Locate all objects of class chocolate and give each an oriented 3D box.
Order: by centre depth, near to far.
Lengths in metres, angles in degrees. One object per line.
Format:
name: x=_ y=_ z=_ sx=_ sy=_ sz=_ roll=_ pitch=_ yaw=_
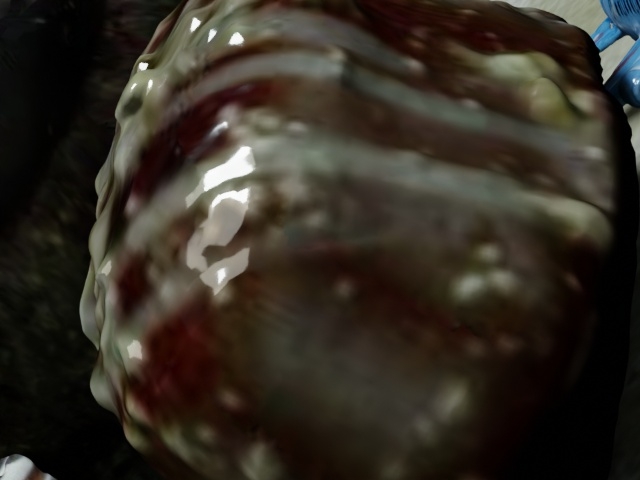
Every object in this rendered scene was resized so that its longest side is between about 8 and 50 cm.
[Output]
chocolate: x=0.000 y=0.000 z=0.835 sx=0.340 sy=0.210 sz=0.225 roll=-89 pitch=23 yaw=-49

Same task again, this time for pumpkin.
pumpkin: x=-0.168 y=-0.046 z=1.144 sx=0.454 sy=0.344 sz=0.455 roll=-23 pitch=59 yaw=45

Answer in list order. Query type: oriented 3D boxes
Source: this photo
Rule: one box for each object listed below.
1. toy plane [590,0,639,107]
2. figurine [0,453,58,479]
toy plane: x=0.180 y=-0.112 z=0.908 sx=0.254 sy=0.105 sz=0.271 roll=-54 pitch=16 yaw=5
figurine: x=-0.196 y=0.298 z=1.003 sx=0.323 sy=0.196 sz=0.320 roll=-35 pitch=62 yaw=26
